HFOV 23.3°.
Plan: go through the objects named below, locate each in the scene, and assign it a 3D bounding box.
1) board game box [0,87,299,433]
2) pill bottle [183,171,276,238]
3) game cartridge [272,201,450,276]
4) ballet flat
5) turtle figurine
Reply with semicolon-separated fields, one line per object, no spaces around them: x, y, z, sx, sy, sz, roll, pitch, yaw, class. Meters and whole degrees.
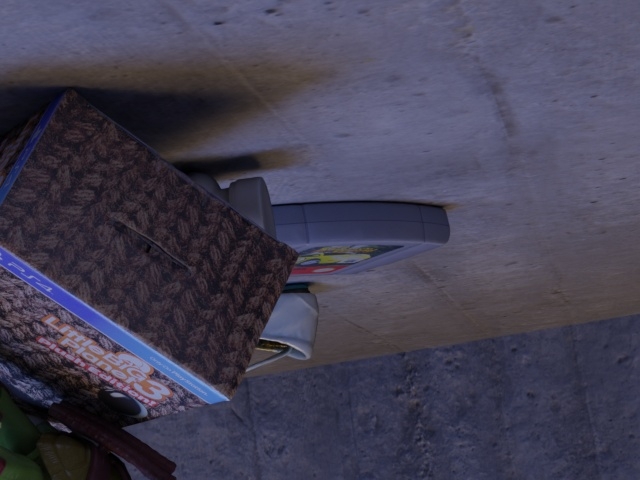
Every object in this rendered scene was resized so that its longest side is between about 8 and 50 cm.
-0.205;0.035;1.281;0.232;0.141;0.291;36;150;-21;board game box
-0.151;-0.003;1.491;0.208;0.118;0.117;-9;170;6;pill bottle
0.000;0.000;1.837;0.294;0.060;0.196;-1;164;-37;game cartridge
-0.192;0.149;2.303;0.400;0.139;0.139;-6;170;-13;ballet flat
-0.277;0.215;1.288;0.274;0.198;0.266;-6;135;39;turtle figurine
